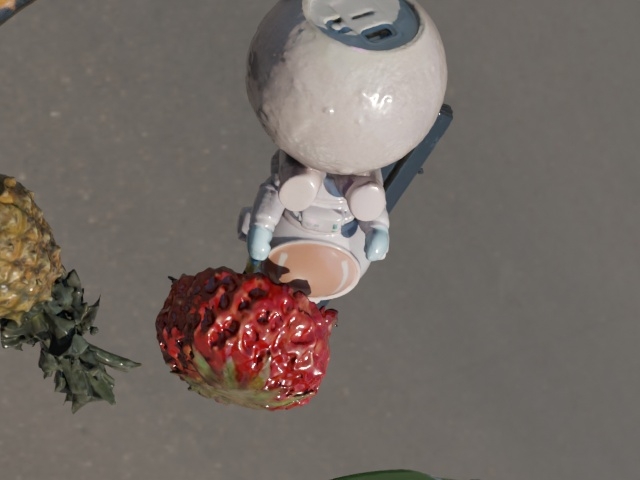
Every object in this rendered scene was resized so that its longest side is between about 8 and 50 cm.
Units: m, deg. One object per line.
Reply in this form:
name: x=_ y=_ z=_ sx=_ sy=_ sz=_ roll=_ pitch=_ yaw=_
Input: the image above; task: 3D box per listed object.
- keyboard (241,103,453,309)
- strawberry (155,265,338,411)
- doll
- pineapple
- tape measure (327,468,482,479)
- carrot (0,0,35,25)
keyboard: x=0.000 y=0.000 z=1.209 sx=0.101 sy=0.018 sz=0.309 roll=16 pitch=118 yaw=-35
strawberry: x=-0.061 y=0.079 z=1.071 sx=0.145 sy=0.145 sz=0.086 roll=39 pitch=59 yaw=-51
doll: x=0.005 y=-0.062 z=1.059 sx=0.287 sy=0.151 sz=0.151 roll=103 pitch=14 yaw=-47
pineapple: x=-0.273 y=0.056 z=1.325 sx=0.248 sy=0.128 sz=0.128 roll=57 pitch=43 yaw=-31
tape measure: x=0.046 y=0.163 z=0.553 sx=0.200 sy=0.175 sz=0.106 roll=-15 pitch=116 yaw=-33
carrot: x=-0.314 y=-0.207 z=1.323 sx=0.037 sy=0.190 sz=0.037 roll=51 pitch=3 yaw=-4
